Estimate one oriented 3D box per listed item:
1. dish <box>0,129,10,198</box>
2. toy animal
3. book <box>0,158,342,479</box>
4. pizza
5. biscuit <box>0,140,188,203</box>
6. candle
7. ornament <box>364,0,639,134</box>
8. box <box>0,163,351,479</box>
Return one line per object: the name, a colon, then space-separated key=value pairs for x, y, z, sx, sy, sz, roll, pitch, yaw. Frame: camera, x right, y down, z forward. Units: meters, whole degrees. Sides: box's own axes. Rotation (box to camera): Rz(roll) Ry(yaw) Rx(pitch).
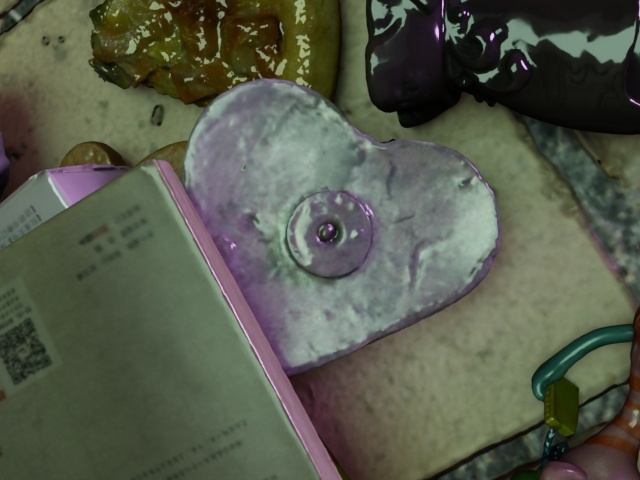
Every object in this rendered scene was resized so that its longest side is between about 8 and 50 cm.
dish: x=-0.274 y=-0.024 z=0.556 sx=0.081 sy=0.229 sz=0.229 roll=26 pitch=96 yaw=-13
toy animal: x=0.172 y=0.072 z=0.425 sx=0.103 sy=0.100 sz=0.208 roll=39 pitch=109 yaw=40
book: x=-0.101 y=0.127 z=0.414 sx=0.215 sy=0.025 sz=0.282 roll=-28 pitch=87 yaw=14
pizza: x=-0.089 y=-0.171 z=0.548 sx=0.197 sy=0.058 sz=0.292 roll=-23 pitch=79 yaw=17
biscuit: x=-0.124 y=0.013 z=0.559 sx=0.249 sy=0.035 sz=0.184 roll=-15 pitch=85 yaw=18
candle: x=0.000 y=0.000 z=0.472 sx=0.192 sy=0.068 sz=0.168 roll=22 pitch=92 yaw=0
ornament: x=0.161 y=-0.174 z=0.445 sx=0.261 sy=0.106 sz=0.251 roll=-1 pitch=88 yaw=15
box: x=-0.128 y=0.130 z=0.488 sx=0.200 sy=0.106 sz=0.299 roll=-37 pitch=87 yaw=15
